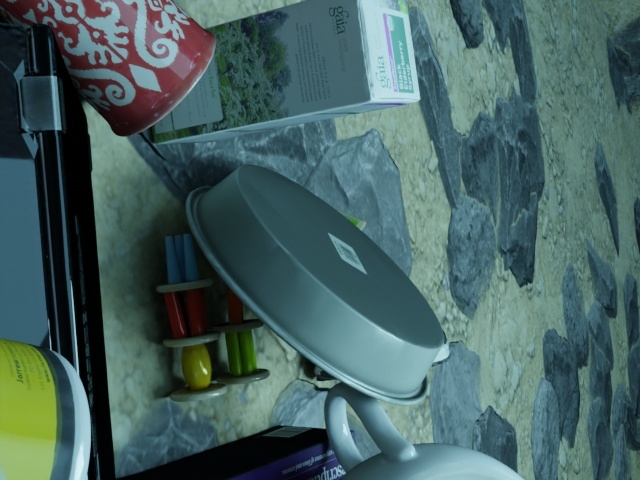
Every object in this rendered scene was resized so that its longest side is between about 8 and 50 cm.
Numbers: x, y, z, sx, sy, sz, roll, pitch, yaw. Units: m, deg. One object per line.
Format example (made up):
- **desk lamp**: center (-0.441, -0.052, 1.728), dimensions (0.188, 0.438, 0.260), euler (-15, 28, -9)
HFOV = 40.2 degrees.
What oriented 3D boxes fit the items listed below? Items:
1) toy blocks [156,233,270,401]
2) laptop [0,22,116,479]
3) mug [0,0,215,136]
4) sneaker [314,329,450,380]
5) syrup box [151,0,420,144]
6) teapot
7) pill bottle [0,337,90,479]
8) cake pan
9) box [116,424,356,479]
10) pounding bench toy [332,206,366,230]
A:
- **toy blocks**: center (-0.101, 0.065, 0.820), dimensions (0.123, 0.054, 0.148), euler (-9, 93, -59)
- **laptop**: center (-0.250, 0.083, 0.494), dimensions (0.408, 0.236, 0.381), euler (176, -90, -79)
- **mug**: center (-0.188, -0.179, 0.678), dimensions (0.169, 0.150, 0.113), euler (44, 76, -34)
- **sneaker**: center (0.084, 0.112, 1.090), dimensions (0.271, 0.100, 0.108), euler (8, 73, -59)
- **syrup box**: center (-0.039, -0.149, 0.781), dimensions (0.096, 0.237, 0.093), euler (-14, 96, -59)
- **teapot**: center (0.077, 0.291, 0.771), dimensions (0.253, 0.187, 0.256), euler (31, 73, -15)
- **pill bottle**: center (-0.189, 0.075, 0.326), dimensions (0.184, 0.103, 0.103), euler (20, 67, -41)
- **cake pan**: center (0.006, 0.030, 0.829), dimensions (0.293, 0.054, 0.293), euler (38, 15, -12)
- **box**: center (-0.062, 0.286, 0.806), dimensions (0.261, 0.103, 0.184), euler (-1, 88, -60)
- **pounding bench toy**: center (0.000, 0.000, 1.012), dimensions (0.052, 0.083, 0.065), euler (-49, 158, -49)
